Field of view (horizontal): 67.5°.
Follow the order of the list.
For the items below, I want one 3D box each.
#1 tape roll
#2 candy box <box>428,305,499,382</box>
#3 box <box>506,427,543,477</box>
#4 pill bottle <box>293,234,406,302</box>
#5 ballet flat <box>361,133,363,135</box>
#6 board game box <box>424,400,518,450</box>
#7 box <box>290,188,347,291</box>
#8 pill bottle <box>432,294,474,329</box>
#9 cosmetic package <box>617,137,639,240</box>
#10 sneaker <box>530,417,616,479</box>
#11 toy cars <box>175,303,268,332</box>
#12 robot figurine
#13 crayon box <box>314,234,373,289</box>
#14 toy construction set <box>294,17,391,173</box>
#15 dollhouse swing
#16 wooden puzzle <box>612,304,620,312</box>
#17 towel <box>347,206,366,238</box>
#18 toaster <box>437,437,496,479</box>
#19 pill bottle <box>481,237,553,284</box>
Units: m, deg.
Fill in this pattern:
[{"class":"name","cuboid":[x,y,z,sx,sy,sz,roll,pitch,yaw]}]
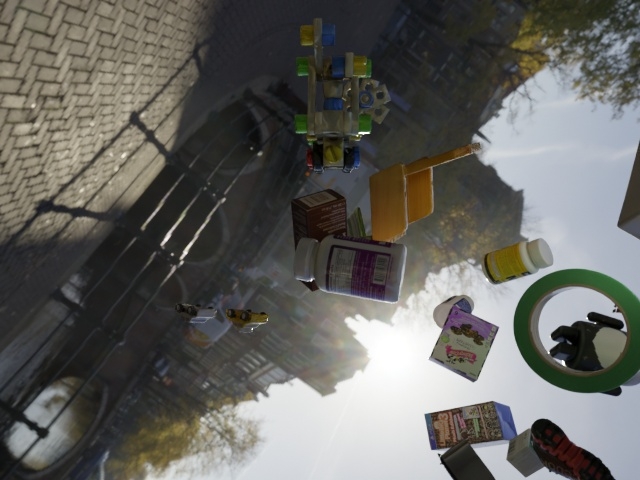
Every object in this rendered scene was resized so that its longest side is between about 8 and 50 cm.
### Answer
[{"class":"tape roll","cuboid":[0.685,0.236,1.269,0.077,0.321,0.321,13,121,-51]},{"class":"candy box","cuboid":[0.474,0.343,1.589,0.196,0.165,0.070,-60,165,-17]},{"class":"box","cuboid":[0.696,0.712,1.608,0.102,0.087,0.101,-53,170,31]},{"class":"pill bottle","cuboid":[0.084,0.073,1.362,0.169,0.302,0.169,9,90,-77]},{"class":"ballet flat","cuboid":[0.122,-0.388,1.734,0.041,0.041,0.114,-53,-136,-2]},{"class":"board game box","cuboid":[0.605,0.751,1.921,0.291,0.232,0.141,-23,-123,28]},{"class":"box","cuboid":[0.000,0.000,1.979,0.191,0.143,0.381,-20,124,-26]},{"class":"pill bottle","cuboid":[0.535,0.279,1.897,0.187,0.112,0.112,-16,153,-49]},{"class":"cosmetic package","cuboid":[0.875,-0.168,1.100,0.453,0.230,0.161,-57,176,-29]},{"class":"sneaker","cuboid":[0.754,0.672,1.449,0.098,0.276,0.135,-29,140,-26]},{"class":"toy cars","cuboid":[-0.397,0.308,1.888,0.176,0.394,0.087,53,42,-83]},{"class":"robot figurine","cuboid":[0.871,0.348,1.490,0.173,0.278,0.209,-37,140,-73]},{"class":"crayon box","cuboid":[0.101,0.097,1.848,0.202,0.081,0.318,-10,156,-27]},{"class":"toy construction set","cuboid":[0.033,-0.230,0.846,0.328,0.151,0.215,-19,109,-73]},{"class":"dollhouse swing","cuboid":[0.368,-0.154,1.598,0.347,0.305,0.315,-25,113,-61]},{"class":"wooden puzzle","cuboid":[0.838,0.177,1.315,0.049,0.006,0.083,-62,-179,-11]},{"class":"towel","cuboid":[0.136,0.019,2.124,0.038,0.247,0.325,-7,167,-16]},{"class":"toaster","cuboid":[0.450,0.704,1.468,0.110,0.185,0.168,-37,149,-1]},{"class":"pill bottle","cuboid":[0.672,0.071,1.641,0.208,0.119,0.119,-27,-159,42]}]
